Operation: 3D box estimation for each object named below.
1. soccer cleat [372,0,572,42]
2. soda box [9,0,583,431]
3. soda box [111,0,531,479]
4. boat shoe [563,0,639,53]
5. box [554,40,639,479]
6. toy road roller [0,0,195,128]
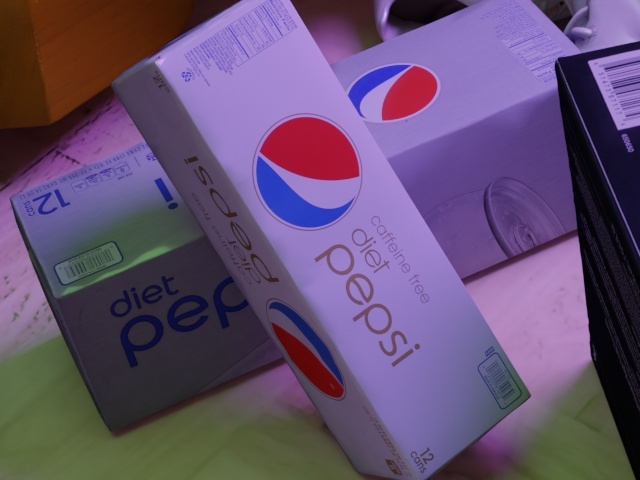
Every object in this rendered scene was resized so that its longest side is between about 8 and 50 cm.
[{"bbox_3d":[0.125,-0.147,1.010,0.196,0.068,0.076,-4,52,19],"label":"soccer cleat"},{"bbox_3d":[0.000,-0.018,0.875,0.286,0.098,0.091,-23,41,-10],"label":"soda box"},{"bbox_3d":[0.000,0.000,0.770,0.069,0.216,0.074,-35,10,-20],"label":"soda box"},{"bbox_3d":[0.169,-0.098,0.892,0.088,0.096,0.267,-31,69,-13],"label":"boat shoe"},{"bbox_3d":[0.176,0.064,0.676,0.103,0.184,0.261,-12,42,-1],"label":"box"},{"bbox_3d":[-0.238,-0.181,0.971,0.203,0.240,0.329,16,36,29],"label":"toy road roller"}]
